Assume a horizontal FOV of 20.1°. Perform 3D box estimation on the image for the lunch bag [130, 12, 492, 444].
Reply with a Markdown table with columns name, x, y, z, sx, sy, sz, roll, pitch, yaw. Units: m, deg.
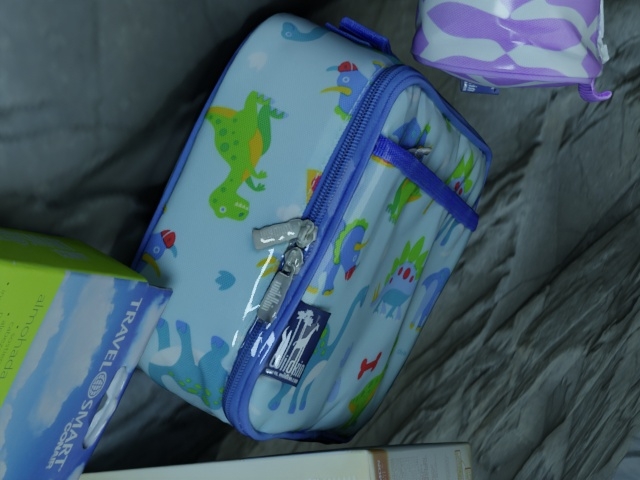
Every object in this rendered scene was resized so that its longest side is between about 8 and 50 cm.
| name | x | y | z | sx | sy | sz | roll | pitch | yaw |
| --- | --- | --- | --- | --- | --- | --- | --- | --- | --- |
| lunch bag | 0.000 | 0.000 | 0.806 | 0.176 | 0.090 | 0.219 | -64 | 163 | -3 |

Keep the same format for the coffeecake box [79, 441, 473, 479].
| name | x | y | z | sx | sy | sz | roll | pitch | yaw |
| --- | --- | --- | --- | --- | --- | --- | --- | --- | --- |
| coffeecake box | -0.016 | 0.134 | 0.850 | 0.185 | 0.142 | 0.068 | 16 | 68 | -71 |

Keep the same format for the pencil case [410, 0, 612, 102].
| name | x | y | z | sx | sy | sz | roll | pitch | yaw |
| --- | --- | --- | --- | --- | --- | --- | --- | --- | --- |
| pencil case | 0.093 | -0.158 | 0.748 | 0.086 | 0.088 | 0.206 | -105 | -157 | -80 |

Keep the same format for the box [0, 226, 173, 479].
| name | x | y | z | sx | sy | sz | roll | pitch | yaw |
| --- | --- | --- | --- | --- | --- | --- | --- | --- | --- |
| box | -0.122 | 0.049 | 0.616 | 0.109 | 0.042 | 0.178 | -62 | 162 | 4 |
